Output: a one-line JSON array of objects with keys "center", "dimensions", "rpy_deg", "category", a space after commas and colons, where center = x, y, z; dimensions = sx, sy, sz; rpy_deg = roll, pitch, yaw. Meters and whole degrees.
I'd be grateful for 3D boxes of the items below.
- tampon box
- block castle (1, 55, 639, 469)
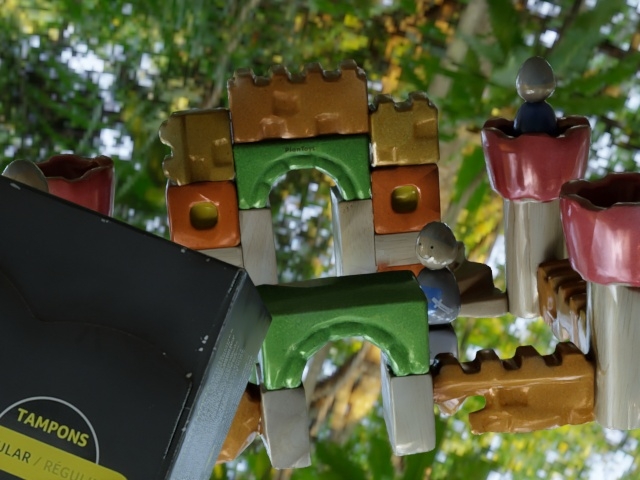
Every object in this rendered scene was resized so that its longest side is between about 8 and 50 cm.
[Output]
[{"center": [-0.093, 0.045, 0.473], "dimensions": [0.120, 0.161, 0.101], "rpy_deg": [20, -98, 4], "category": "tampon box"}, {"center": [0.000, 0.000, 0.943], "dimensions": [0.453, 0.213, 0.303], "rpy_deg": [-6, -163, -5], "category": "block castle"}]
